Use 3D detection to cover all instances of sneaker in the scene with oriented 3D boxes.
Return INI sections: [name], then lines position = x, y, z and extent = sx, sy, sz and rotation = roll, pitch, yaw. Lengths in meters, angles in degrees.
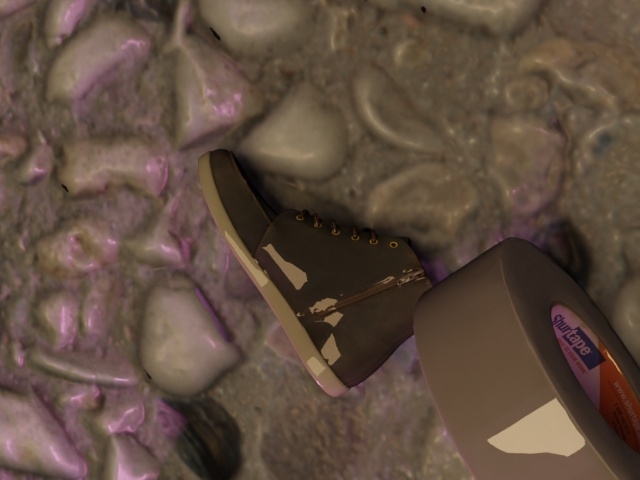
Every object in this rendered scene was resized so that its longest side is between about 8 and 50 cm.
[sneaker]
position = 0.000, 0.000, 0.800
extent = 0.118, 0.083, 0.222
rotation = -34, 78, 4

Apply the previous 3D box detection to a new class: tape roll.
[tape roll]
position = 0.156, 0.106, 0.667
extent = 0.072, 0.219, 0.219
rotation = -37, 85, 23
